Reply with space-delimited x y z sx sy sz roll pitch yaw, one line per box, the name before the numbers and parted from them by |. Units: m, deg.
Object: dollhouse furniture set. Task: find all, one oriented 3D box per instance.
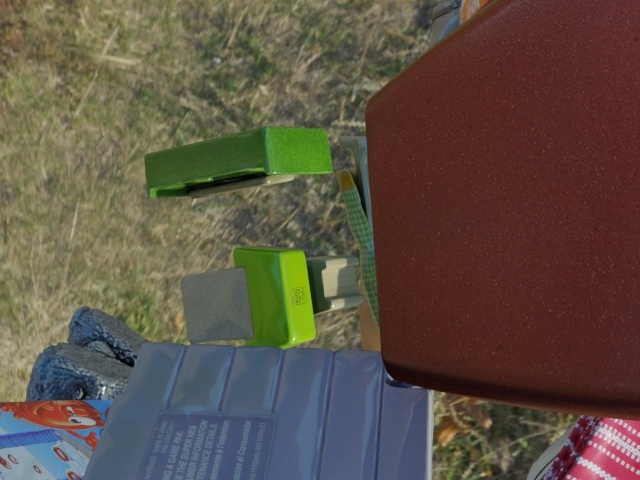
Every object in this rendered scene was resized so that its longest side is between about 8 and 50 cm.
dollhouse furniture set | 0.000 0.000 0.966 0.301 0.151 0.198 -6 87 -51

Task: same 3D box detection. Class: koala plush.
koala plush | -0.262 0.233 1.149 0.203 0.196 0.221 31 103 -5

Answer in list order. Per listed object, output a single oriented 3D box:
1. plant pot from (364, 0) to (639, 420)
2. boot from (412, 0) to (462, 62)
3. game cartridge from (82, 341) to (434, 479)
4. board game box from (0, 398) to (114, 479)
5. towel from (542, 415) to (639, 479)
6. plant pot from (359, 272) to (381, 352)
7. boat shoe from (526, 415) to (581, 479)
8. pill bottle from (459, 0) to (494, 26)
plant pot | 0.174 -0.013 0.605 0.267 0.235 0.268 16 68 -55
boot | 0.167 -0.281 1.339 0.118 0.042 0.087 -21 59 15
game cartridge | -0.047 0.199 0.596 0.230 0.068 0.355 -2 35 9
board game box | -0.204 0.256 0.835 0.308 0.086 0.301 36 17 36
towel | 0.303 0.186 0.800 0.198 0.031 0.275 33 82 1
plant pot | 0.173 0.084 1.470 0.203 0.291 0.291 1 71 12
boat shoe | 0.296 0.274 1.067 0.121 0.335 0.119 18 39 6
pill bottle | 0.253 -0.107 1.028 0.224 0.224 0.392 14 56 -12
